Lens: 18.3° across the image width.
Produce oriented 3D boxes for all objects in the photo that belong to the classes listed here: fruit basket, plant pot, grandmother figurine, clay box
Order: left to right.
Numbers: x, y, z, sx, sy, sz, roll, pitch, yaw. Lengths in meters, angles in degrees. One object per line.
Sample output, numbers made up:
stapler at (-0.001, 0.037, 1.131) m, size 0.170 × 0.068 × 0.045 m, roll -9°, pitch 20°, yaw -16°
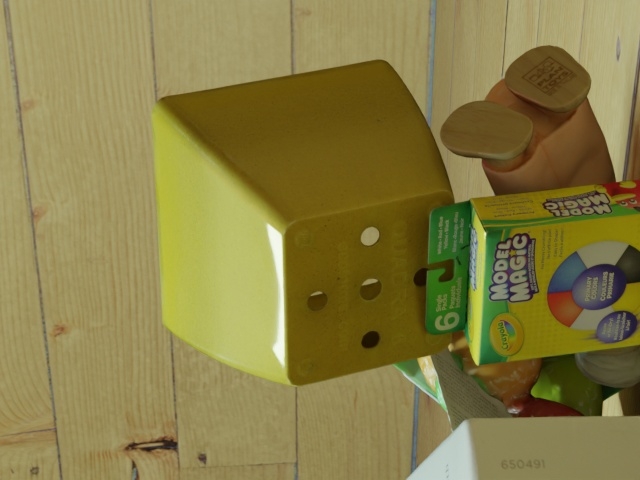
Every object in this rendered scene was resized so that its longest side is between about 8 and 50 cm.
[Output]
plant pot at (0.000, 0.000, 1.574) m, size 0.187 × 0.212 × 0.212 m, roll -135°, pitch 38°, yaw -56°
fruit basket at (0.172, 0.161, 1.760) m, size 0.327 × 0.165 × 0.353 m, roll 39°, pitch -149°, yaw -40°
clay box at (0.193, 0.023, 1.504) m, size 0.053 × 0.222 × 0.127 m, roll -111°, pitch 16°, yaw -54°
grandmother figurine at (0.213, -0.003, 1.614) m, size 0.104 × 0.208 × 0.342 m, roll 49°, pitch 170°, yaw 46°

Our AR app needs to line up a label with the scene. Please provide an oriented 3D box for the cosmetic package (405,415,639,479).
cosmetic package at (0.122, 0.277, 1.284) m, size 0.453 × 0.161 × 0.230 m, roll 120°, pitch 148°, yaw -68°
